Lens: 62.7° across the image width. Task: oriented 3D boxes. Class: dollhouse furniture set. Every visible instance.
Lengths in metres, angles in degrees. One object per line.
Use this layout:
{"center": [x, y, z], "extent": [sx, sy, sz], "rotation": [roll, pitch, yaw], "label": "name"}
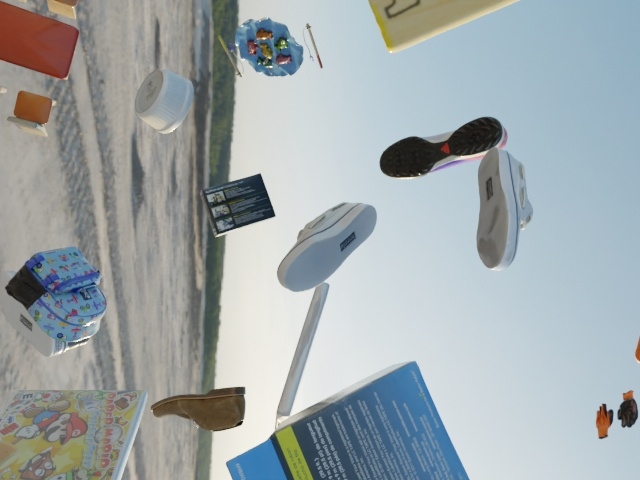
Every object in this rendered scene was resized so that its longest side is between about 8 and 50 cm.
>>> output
{"center": [-0.495, -0.315, 0.764], "extent": [0.135, 0.258, 0.262], "rotation": [-168, -89, -72], "label": "dollhouse furniture set"}

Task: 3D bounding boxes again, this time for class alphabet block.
{"center": [0.151, -0.394, 0.691], "extent": [0.194, 0.197, 0.192], "rotation": [61, 24, -27], "label": "alphabet block"}

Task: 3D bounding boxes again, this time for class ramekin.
{"center": [-0.540, -0.480, 1.791], "extent": [0.207, 0.109, 0.207], "rotation": [-18, -119, 36], "label": "ramekin"}

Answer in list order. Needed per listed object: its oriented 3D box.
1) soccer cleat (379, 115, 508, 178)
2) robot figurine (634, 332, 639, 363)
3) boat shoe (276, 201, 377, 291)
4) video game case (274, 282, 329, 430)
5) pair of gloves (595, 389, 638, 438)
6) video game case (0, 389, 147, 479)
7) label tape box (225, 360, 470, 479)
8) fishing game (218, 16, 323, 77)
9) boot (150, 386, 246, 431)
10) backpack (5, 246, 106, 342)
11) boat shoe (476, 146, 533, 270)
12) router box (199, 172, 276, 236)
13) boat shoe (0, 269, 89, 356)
{"center": [0.303, -0.217, 1.307], "extent": [0.116, 0.318, 0.109], "rotation": [9, 70, -58], "label": "soccer cleat"}
{"center": [0.542, 0.160, 0.730], "extent": [0.158, 0.128, 0.220], "rotation": [97, 18, -83], "label": "robot figurine"}
{"center": [0.000, 0.000, 1.006], "extent": [0.088, 0.267, 0.096], "rotation": [18, -43, 37], "label": "boat shoe"}
{"center": [-0.049, 0.306, 1.330], "extent": [0.300, 0.036, 0.329], "rotation": [101, 6, -61], "label": "video game case"}
{"center": [0.508, 0.301, 0.904], "extent": [0.083, 0.010, 0.074], "rotation": [-50, -175, 42], "label": "pair of gloves"}
{"center": [-0.375, 0.293, 0.742], "extent": [0.227, 0.206, 0.026], "rotation": [-101, -167, -66], "label": "video game case"}
{"center": [0.044, 0.366, 0.811], "extent": [0.241, 0.333, 0.106], "rotation": [66, -22, 8], "label": "label tape box"}
{"center": [-0.133, -0.489, 1.356], "extent": [0.189, 0.263, 0.041], "rotation": [66, 34, -54], "label": "fishing game"}
{"center": [-0.357, 0.498, 1.518], "extent": [0.112, 0.305, 0.115], "rotation": [37, 43, -66], "label": "boot"}
{"center": [-0.514, 0.114, 1.068], "extent": [0.117, 0.173, 0.158], "rotation": [-45, 170, 15], "label": "backpack"}
{"center": [0.337, -0.057, 0.938], "extent": [0.095, 0.084, 0.258], "rotation": [130, -24, -58], "label": "boat shoe"}
{"center": [-0.229, -0.100, 1.469], "extent": [0.046, 0.178, 0.133], "rotation": [-19, -90, 67], "label": "router box"}
{"center": [-0.634, 0.155, 1.202], "extent": [0.301, 0.102, 0.108], "rotation": [27, -70, 32], "label": "boat shoe"}
